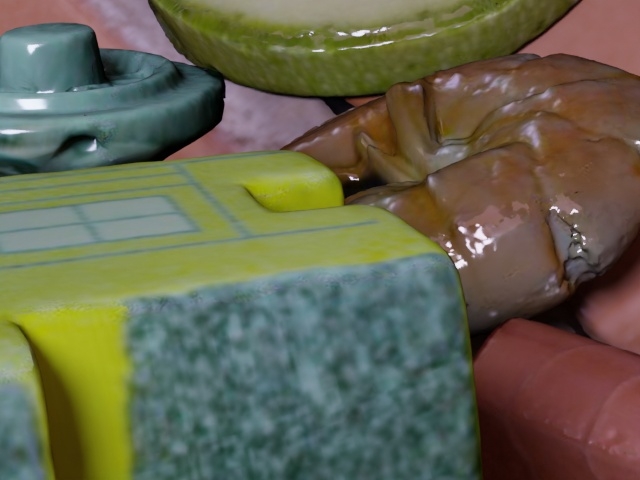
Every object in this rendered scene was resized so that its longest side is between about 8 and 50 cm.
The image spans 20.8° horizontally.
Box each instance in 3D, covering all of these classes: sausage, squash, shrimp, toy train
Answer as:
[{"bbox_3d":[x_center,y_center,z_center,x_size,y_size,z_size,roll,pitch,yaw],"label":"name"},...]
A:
[{"bbox_3d":[0.125,0.077,0.542,0.169,0.065,0.065,19,63,29],"label":"sausage"},{"bbox_3d":[0.023,-0.155,0.753,0.219,0.041,0.219,-9,54,12],"label":"squash"},{"bbox_3d":[0.000,0.001,0.639,0.267,0.061,0.145,-28,40,4],"label":"shrimp"},{"bbox_3d":[-0.163,0.059,0.433,0.442,0.179,0.272,-7,18,-17],"label":"toy train"}]
